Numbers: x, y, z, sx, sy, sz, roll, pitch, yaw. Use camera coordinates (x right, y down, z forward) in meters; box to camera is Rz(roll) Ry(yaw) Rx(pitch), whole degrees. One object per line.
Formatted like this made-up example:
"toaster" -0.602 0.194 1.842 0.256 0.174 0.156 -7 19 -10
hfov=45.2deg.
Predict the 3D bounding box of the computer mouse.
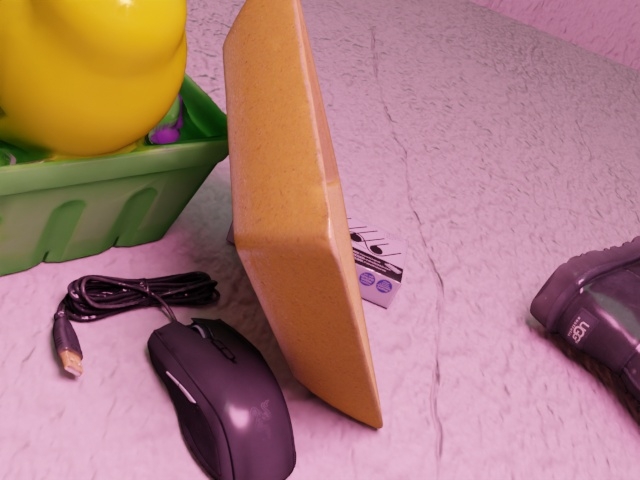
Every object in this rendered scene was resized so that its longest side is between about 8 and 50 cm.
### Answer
"computer mouse" -0.132 0.107 0.685 0.184 0.060 0.262 -1 41 -34

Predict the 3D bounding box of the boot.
"boot" 0.521 0.176 0.915 0.367 0.146 0.445 -16 47 -34

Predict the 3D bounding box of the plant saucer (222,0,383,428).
"plant saucer" -0.020 -0.029 0.717 0.081 0.332 0.332 -12 53 3

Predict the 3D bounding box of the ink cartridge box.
"ink cartridge box" 0.000 0.000 0.925 0.207 0.046 0.097 23 33 -2

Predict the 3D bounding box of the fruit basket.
"fruit basket" -0.250 -0.147 0.689 0.392 0.392 0.283 -16 51 -44
